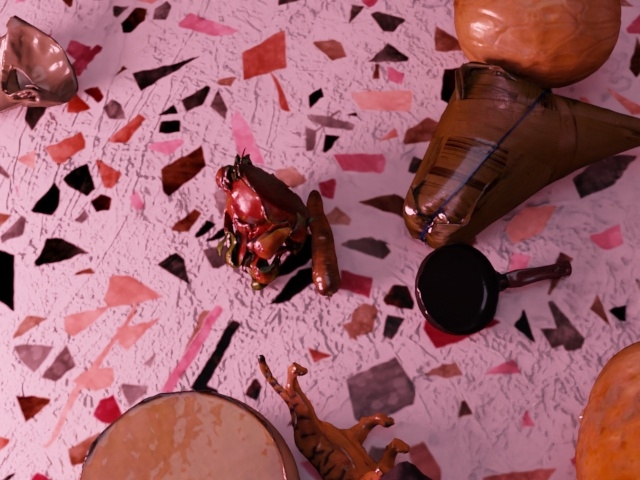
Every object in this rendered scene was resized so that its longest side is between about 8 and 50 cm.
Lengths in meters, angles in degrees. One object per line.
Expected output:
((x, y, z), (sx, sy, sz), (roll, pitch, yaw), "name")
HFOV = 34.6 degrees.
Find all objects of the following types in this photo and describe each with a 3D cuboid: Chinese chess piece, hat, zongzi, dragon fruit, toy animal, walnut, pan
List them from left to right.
((-0.444, -0.229, 1.488), (0.175, 0.085, 0.147), (-23, 72, 19), "hat")
((-0.148, 0.296, 1.157), (0.257, 0.104, 0.257), (-3, 62, 5), "Chinese chess piece")
((-0.079, -0.027, 1.311), (0.138, 0.142, 0.175), (20, 85, -22), "dragon fruit")
((0.008, 0.232, 1.191), (0.116, 0.114, 0.255), (-51, 60, 17), "toy animal")
((0.213, 0.051, 1.278), (0.212, 0.040, 0.115), (-11, 86, -18), "pan")
((0.286, -0.297, 1.371), (0.221, 0.195, 0.195), (12, 64, 11), "walnut")
((0.273, -0.077, 1.306), (0.289, 0.123, 0.260), (21, 72, 10), "zongzi")

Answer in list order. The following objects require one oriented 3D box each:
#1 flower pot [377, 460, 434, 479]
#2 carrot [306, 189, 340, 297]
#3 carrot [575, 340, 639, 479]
((0.077, 0.377, 0.960), (0.283, 0.299, 0.299), (-46, 66, 2), "flower pot")
((0.002, 0.000, 1.336), (0.035, 0.036, 0.165), (-8, 60, 2), "carrot")
((0.373, 0.271, 1.042), (0.224, 0.224, 0.341), (5, 54, 8), "carrot")
